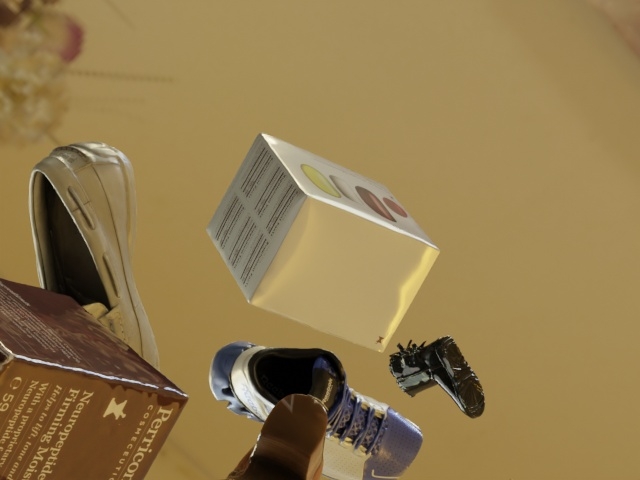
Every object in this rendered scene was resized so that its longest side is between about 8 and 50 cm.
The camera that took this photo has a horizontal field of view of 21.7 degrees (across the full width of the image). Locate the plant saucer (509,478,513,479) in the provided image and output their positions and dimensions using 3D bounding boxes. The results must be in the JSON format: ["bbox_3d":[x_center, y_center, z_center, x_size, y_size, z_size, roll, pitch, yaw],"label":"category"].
[{"bbox_3d":[0.210,0.319,1.393,0.045,0.188,0.188,-31,-149,-3],"label":"plant saucer"}]

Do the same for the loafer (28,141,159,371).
[{"bbox_3d":[-0.231,0.065,1.631,0.112,0.319,0.111,1,-167,35],"label":"loafer"}]

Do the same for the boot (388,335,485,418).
[{"bbox_3d":[0.146,0.180,2.141,0.099,0.121,0.045,-23,-172,43],"label":"boot"}]

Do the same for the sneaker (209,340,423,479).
[{"bbox_3d":[0.006,0.238,2.306,0.127,0.315,0.182,-64,-166,-16],"label":"sneaker"}]

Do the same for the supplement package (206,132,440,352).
[{"bbox_3d":[0.000,0.000,2.006,0.149,0.194,0.203,-61,-152,14],"label":"supplement package"}]

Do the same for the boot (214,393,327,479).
[{"bbox_3d":[-0.091,0.306,1.703,0.283,0.109,0.220,-57,168,-38],"label":"boot"}]

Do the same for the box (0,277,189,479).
[{"bbox_3d":[-0.248,0.131,1.263,0.167,0.203,0.168,34,-82,36],"label":"box"}]
